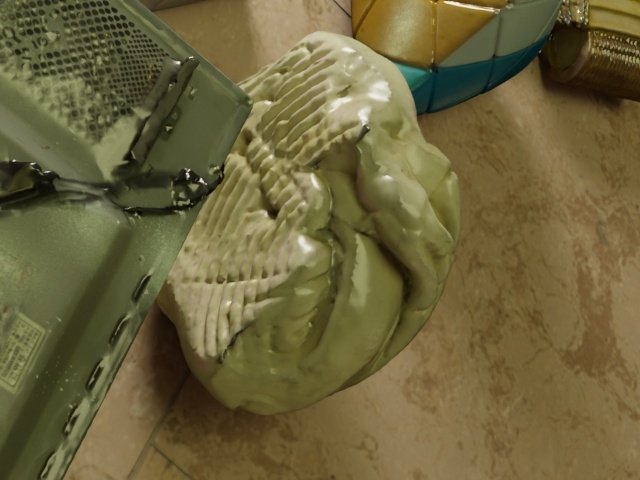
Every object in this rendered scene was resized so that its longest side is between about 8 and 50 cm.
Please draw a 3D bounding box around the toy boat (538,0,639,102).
[{"bbox_3d":[0.322,-0.215,2.153,0.310,0.089,0.115,12,64,-38],"label":"toy boat"}]

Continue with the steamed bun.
[{"bbox_3d":[0.000,0.000,1.692,0.206,0.275,0.320,35,90,-41],"label":"steamed bun"}]

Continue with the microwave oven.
[{"bbox_3d":[-0.289,0.030,1.344,0.236,0.374,0.432,40,57,-25],"label":"microwave oven"}]

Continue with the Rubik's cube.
[{"bbox_3d":[0.176,-0.241,1.950,0.254,0.254,0.254,16,65,-37],"label":"Rubik's cube"}]

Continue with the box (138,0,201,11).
[{"bbox_3d":[-0.138,-0.338,1.809,0.149,0.067,0.233,-19,87,-44],"label":"box"}]
